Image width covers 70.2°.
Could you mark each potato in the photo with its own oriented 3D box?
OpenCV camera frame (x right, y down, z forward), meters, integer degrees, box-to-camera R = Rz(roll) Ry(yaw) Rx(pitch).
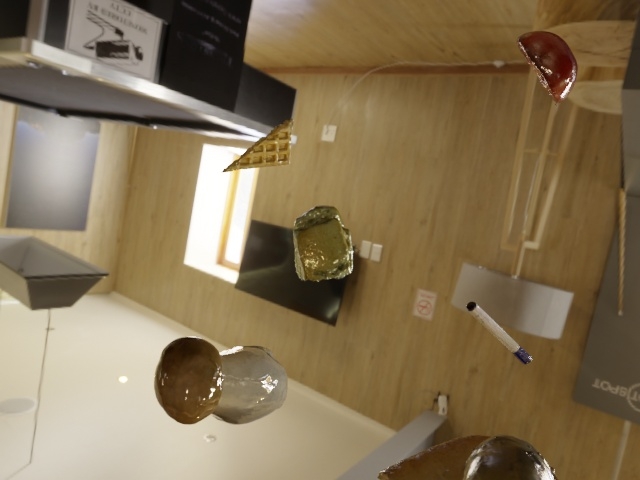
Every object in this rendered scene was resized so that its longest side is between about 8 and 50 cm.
[{"bbox_3d":[0.294,0.413,0.719,0.165,0.164,0.262,12,-159,13],"label":"potato"}]

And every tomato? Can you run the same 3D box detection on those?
[{"bbox_3d":[0.515,-0.394,1.011,0.082,0.166,0.174,-34,171,29],"label":"tomato"}]

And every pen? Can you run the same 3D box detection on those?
[{"bbox_3d":[0.477,0.249,1.216,0.269,0.033,0.033,41,173,-21],"label":"pen"}]

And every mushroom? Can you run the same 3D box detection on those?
[{"bbox_3d":[-0.132,0.223,0.717,0.129,0.128,0.350,13,165,20],"label":"mushroom"}]

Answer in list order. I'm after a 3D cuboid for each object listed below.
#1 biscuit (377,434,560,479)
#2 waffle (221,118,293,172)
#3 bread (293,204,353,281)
[{"bbox_3d":[0.443,0.693,1.192,0.447,0.103,0.429,-14,-156,-16],"label":"biscuit"},{"bbox_3d":[-0.154,-0.233,1.105,0.191,0.125,0.032,-12,-148,-36],"label":"waffle"},{"bbox_3d":[-0.001,-0.003,0.739,0.103,0.110,0.156,-14,-170,-2],"label":"bread"}]
